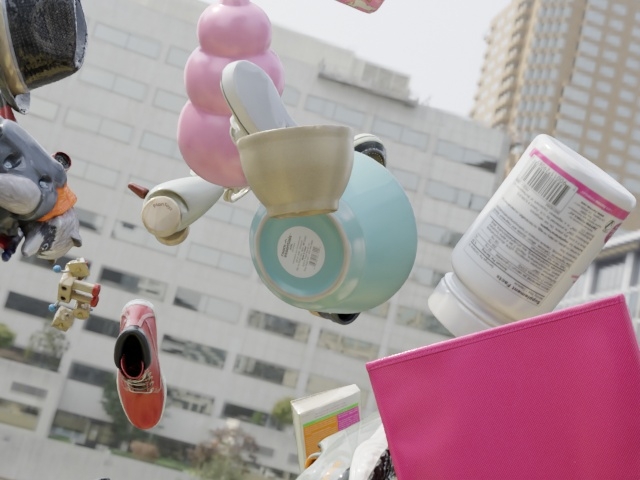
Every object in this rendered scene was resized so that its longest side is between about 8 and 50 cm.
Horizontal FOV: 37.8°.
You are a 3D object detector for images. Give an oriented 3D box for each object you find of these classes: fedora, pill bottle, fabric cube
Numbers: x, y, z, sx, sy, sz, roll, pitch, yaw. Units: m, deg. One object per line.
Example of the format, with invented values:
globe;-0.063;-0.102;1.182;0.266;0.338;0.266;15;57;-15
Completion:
fedora;-0.511;-0.401;1.696;0.152;0.334;0.334;-9;-12;-5
pill bottle;0.280;0.012;1.278;0.160;0.283;0.160;31;18;-11
fabric cube;0.223;0.214;0.957;0.254;0.258;0.259;-18;-10;14

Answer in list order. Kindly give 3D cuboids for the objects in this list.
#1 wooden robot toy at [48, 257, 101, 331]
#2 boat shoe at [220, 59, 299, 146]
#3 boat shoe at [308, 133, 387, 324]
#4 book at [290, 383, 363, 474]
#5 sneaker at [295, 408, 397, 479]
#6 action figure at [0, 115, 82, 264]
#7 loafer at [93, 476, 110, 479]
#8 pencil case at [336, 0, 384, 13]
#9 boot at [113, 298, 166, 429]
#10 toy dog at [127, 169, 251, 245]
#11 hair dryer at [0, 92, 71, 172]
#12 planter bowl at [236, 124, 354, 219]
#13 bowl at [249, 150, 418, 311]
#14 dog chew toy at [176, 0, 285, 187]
wooden robot toy;-0.393;0.070;1.523;0.076;0.079;0.173;14;-48;-8
boat shoe;-0.093;-0.171;1.415;0.088;0.096;0.267;-4;-26;26
boat shoe;0.083;-0.016;2.319;0.186;0.500;0.156;0;23;-36
book;0.015;0.276;1.294;0.096;0.144;0.035;-14;27;-18
sneaker;0.048;0.257;1.131;0.107;0.100;0.271;3;8;18
action figure;-0.401;-0.087;1.079;0.330;0.178;0.341;51;12;-30
loafer;-0.402;0.529;1.697;0.078;0.220;0.080;29;28;35
pencil case;-0.012;-0.678;2.201;0.386;0.167;0.160;20;10;-13
boot;-0.319;0.246;1.625;0.088;0.244;0.176;-3;19;-5
toy dog;-0.281;-0.135;2.028;0.161;0.333;0.220;46;-32;7
hair dryer;-0.563;-0.156;1.706;0.293;0.224;0.080;20;27;30
planter bowl;-0.029;-0.087;1.266;0.162;0.109;0.162;-6;-2;0
bowl;0.000;0.000;1.642;0.311;0.312;0.163;9;15;22
dog chew toy;-0.153;-0.266;1.648;0.206;0.332;0.207;2;28;-1
